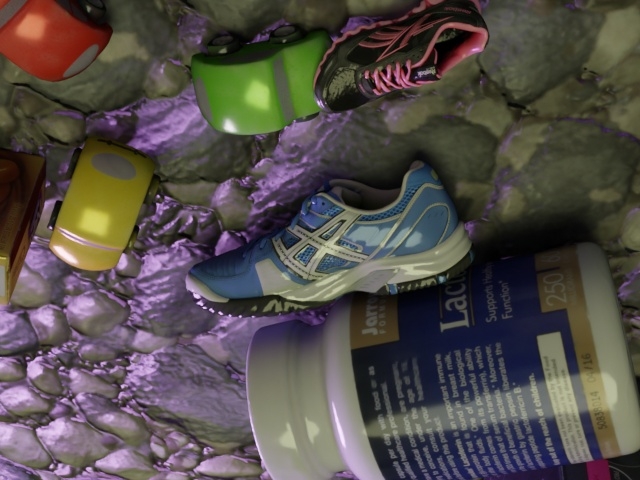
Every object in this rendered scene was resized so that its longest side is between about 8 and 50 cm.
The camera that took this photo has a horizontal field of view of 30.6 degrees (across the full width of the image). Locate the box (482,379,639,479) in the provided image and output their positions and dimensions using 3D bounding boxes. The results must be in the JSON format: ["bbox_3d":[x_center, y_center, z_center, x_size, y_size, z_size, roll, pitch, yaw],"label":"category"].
[{"bbox_3d":[0.212,0.257,0.972,0.143,0.165,0.270,12,130,-7],"label":"box"}]

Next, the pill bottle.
[{"bbox_3d":[0.090,0.099,0.852,0.265,0.153,0.153,-13,129,13],"label":"pill bottle"}]

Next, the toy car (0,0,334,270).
[{"bbox_3d":[-0.097,-0.089,0.749,0.225,0.053,0.239,-10,118,4],"label":"toy car"}]

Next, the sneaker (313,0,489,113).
[{"bbox_3d":[0.051,-0.111,0.720,0.119,0.057,0.047,-30,128,5],"label":"sneaker"}]

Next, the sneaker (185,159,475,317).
[{"bbox_3d":[0.000,0.000,0.836,0.211,0.080,0.081,-14,107,14],"label":"sneaker"}]

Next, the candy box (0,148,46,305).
[{"bbox_3d":[-0.293,-0.024,0.800,0.187,0.109,0.053,9,131,-5],"label":"candy box"}]
